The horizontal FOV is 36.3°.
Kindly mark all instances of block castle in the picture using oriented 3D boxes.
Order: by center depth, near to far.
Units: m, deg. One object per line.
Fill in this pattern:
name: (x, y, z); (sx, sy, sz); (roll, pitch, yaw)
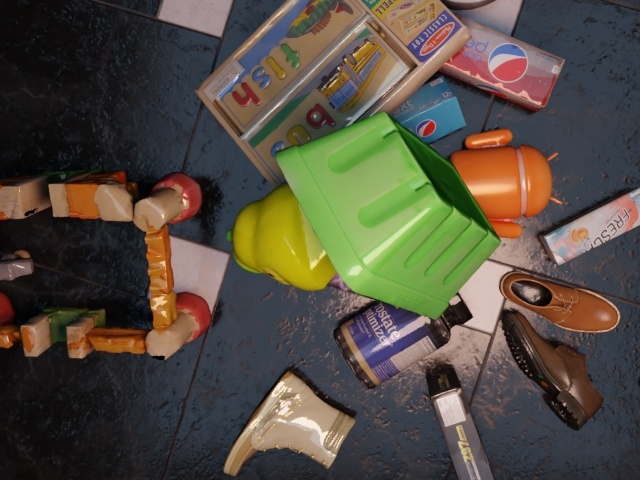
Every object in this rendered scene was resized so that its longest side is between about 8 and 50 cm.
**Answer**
block castle: (-0.424, 0.034, 1.658); (0.453, 0.213, 0.303); (0, 104, 11)

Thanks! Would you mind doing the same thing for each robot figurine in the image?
robot figurine: (0.292, -0.093, 1.637); (0.219, 0.158, 0.128); (-5, 133, 5)

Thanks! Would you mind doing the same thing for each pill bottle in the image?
pill bottle: (0.143, 0.148, 1.659); (0.219, 0.123, 0.123); (-32, 90, 4)

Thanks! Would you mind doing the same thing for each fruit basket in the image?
fruit basket: (0.039, -0.003, 1.486); (0.392, 0.392, 0.283); (-31, 66, 5)

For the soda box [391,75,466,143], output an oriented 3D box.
soda box: (0.134, -0.192, 1.660); (0.210, 0.067, 0.071); (-25, 134, 5)

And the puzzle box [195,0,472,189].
puzzle box: (0.013, -0.291, 1.628); (0.409, 0.052, 0.272); (-43, 69, 9)

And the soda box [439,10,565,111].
soda box: (0.270, -0.310, 1.650); (0.263, 0.083, 0.092); (24, 93, 4)

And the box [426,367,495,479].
box: (0.241, 0.343, 1.629); (0.059, 0.183, 0.233); (-19, 92, 5)

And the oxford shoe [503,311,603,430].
oxford shoe: (0.399, 0.207, 1.674); (0.096, 0.083, 0.227); (-37, 90, -14)

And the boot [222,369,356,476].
boot: (-0.056, 0.357, 1.706); (0.165, 0.077, 0.213); (35, 91, 0)

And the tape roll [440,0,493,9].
tape roll: (0.247, -0.505, 1.650); (0.219, 0.072, 0.219); (0, 93, 5)

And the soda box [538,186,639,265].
soda box: (0.468, -0.024, 1.657); (0.183, 0.063, 0.058); (-28, 90, 5)

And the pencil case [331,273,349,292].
pencil case: (0.000, 0.000, 1.685); (0.206, 0.086, 0.088); (38, 60, 0)

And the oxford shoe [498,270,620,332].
oxford shoe: (0.411, 0.111, 1.663); (0.212, 0.076, 0.076); (16, 92, 2)
